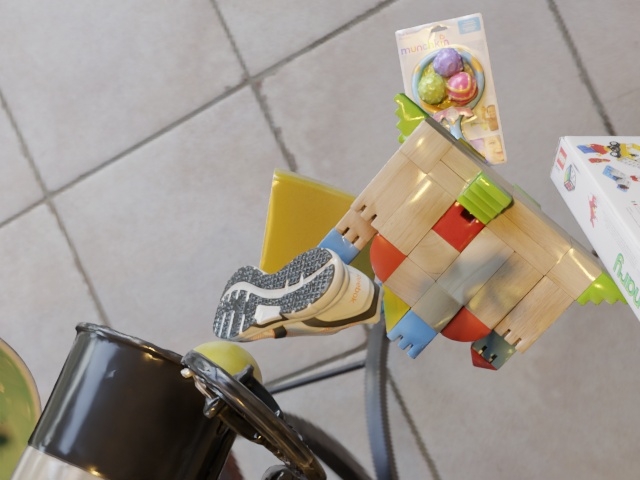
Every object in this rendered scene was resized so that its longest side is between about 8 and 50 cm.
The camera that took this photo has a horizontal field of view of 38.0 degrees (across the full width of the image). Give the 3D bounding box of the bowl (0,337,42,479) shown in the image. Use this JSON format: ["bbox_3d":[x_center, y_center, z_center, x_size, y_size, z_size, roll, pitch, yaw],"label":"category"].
[{"bbox_3d":[-0.430,0.153,0.837,0.163,0.312,0.311,41,118,45],"label":"bowl"}]

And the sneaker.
[{"bbox_3d":[-0.013,0.034,0.448,0.109,0.044,0.040,-13,58,52],"label":"sneaker"}]

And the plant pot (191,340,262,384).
[{"bbox_3d":[-0.156,0.220,1.375,0.134,0.095,0.134,0,90,0],"label":"plant pot"}]

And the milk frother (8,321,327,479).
[{"bbox_3d":[-0.072,0.109,0.361,0.129,0.143,0.134,20,73,6],"label":"milk frother"}]

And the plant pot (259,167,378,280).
[{"bbox_3d":[0.000,0.000,1.536,0.187,0.212,0.212,8,96,-3],"label":"plant pot"}]

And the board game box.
[{"bbox_3d":[0.339,0.006,0.784,0.193,0.305,0.053,0,126,-9],"label":"board game box"}]

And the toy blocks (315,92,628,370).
[{"bbox_3d":[0.163,0.032,1.208,0.381,0.191,0.261,41,106,3],"label":"toy blocks"}]

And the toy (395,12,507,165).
[{"bbox_3d":[0.198,-0.224,1.416,0.137,0.056,0.237,-10,88,10],"label":"toy"}]
